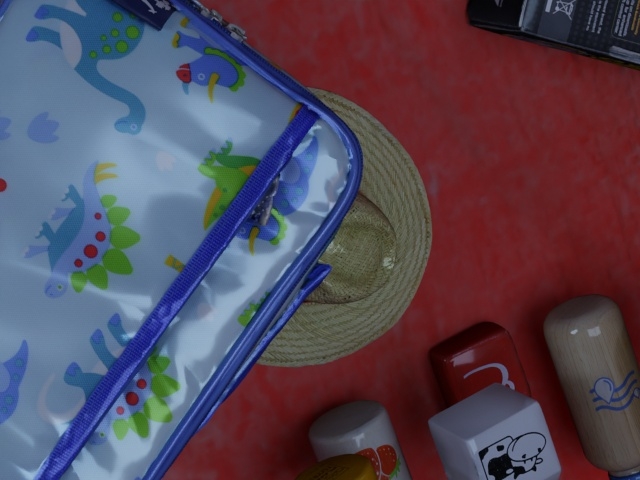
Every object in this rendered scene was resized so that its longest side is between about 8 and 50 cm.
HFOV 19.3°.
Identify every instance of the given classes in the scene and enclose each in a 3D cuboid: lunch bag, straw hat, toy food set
[{"bbox_3d":[-0.096,0.003,0.784,0.176,0.090,0.219,37,86,-4],"label":"lunch bag"},{"bbox_3d":[0.000,0.000,0.865,0.144,0.061,0.144,-5,103,-22],"label":"straw hat"},{"bbox_3d":[0.095,0.107,0.897,0.232,0.111,0.104,-27,109,-19],"label":"toy food set"}]

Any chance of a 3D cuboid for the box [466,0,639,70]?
[{"bbox_3d":[0.205,-0.208,0.912,0.216,0.060,0.270,11,96,-25],"label":"box"}]
